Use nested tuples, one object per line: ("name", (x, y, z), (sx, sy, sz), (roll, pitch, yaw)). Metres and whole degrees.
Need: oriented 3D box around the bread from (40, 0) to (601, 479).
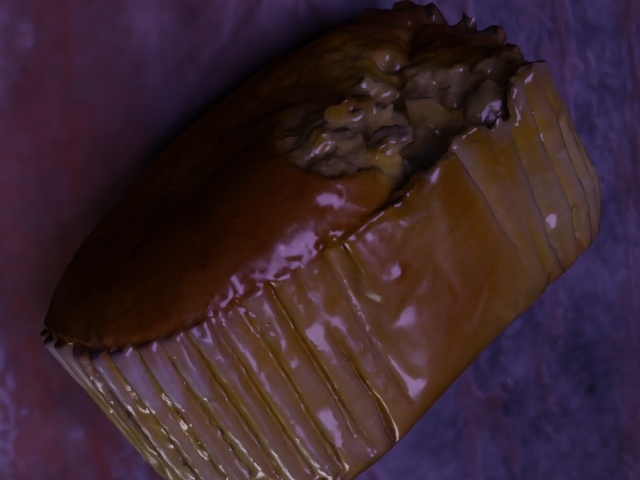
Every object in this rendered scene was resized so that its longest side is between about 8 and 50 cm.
("bread", (0.000, 0.000, 0.847), (0.250, 0.179, 0.133), (-38, 112, -13))
